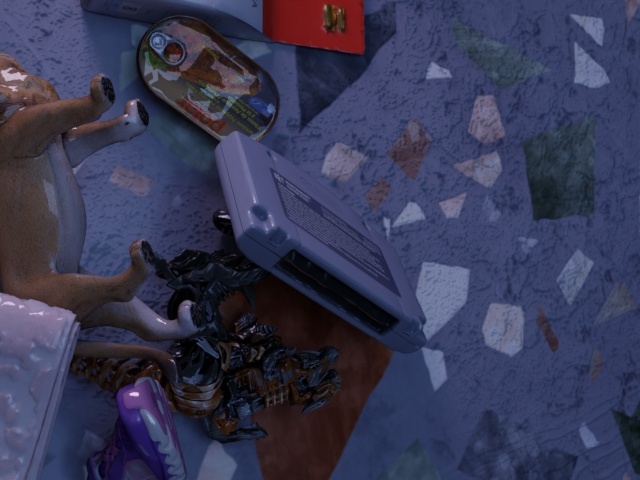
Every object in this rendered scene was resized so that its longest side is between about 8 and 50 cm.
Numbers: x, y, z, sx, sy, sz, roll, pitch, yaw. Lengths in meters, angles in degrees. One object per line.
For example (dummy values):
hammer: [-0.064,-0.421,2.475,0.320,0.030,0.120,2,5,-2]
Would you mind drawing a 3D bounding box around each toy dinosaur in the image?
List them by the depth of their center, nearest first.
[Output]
toy dinosaur: [-0.126,0.126,1.024,0.322,0.164,0.218,1,97,-42]

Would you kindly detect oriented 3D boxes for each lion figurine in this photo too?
lion figurine: [-0.280,-0.022,0.920,0.240,0.142,0.392,-16,80,13]

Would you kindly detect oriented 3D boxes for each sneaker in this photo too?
sneaker: [-0.194,0.229,0.943,0.105,0.236,0.095,-12,54,-11]
sneaker: [-0.084,-0.030,1.127,0.109,0.040,0.043,5,64,-29]

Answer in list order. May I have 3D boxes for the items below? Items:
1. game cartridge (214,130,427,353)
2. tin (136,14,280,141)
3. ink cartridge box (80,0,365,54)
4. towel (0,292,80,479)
game cartridge: [0.000,0.000,1.063,0.062,0.198,0.297,-44,127,15]
tin: [-0.137,-0.191,1.103,0.190,0.040,0.106,37,81,-24]
ink cartridge box: [-0.099,-0.416,1.146,0.385,0.091,0.308,4,81,-24]
towel: [-0.423,0.179,0.836,0.332,0.053,0.316,15,87,-6]
